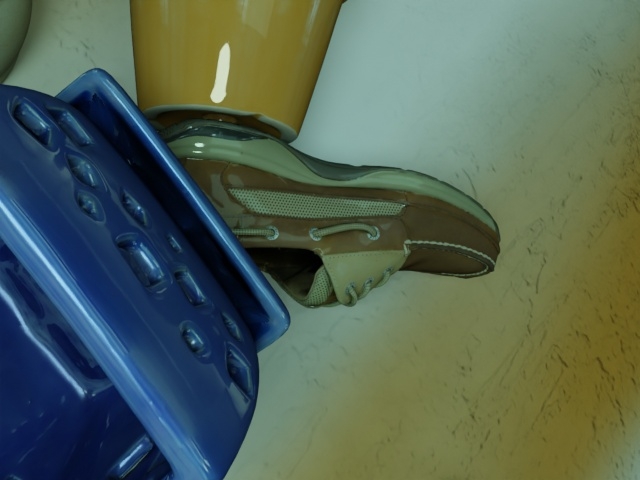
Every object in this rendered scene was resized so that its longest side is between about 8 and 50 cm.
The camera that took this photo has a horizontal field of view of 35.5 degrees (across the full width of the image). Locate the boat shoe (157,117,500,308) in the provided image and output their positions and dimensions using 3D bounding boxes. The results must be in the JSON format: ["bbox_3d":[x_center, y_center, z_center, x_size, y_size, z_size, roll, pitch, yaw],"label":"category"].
[{"bbox_3d":[0.000,0.000,0.830,0.324,0.122,0.120,13,69,-24],"label":"boat shoe"}]

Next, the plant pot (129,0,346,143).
[{"bbox_3d":[-0.070,-0.180,0.805,0.205,0.205,0.188,11,81,-34],"label":"plant pot"}]

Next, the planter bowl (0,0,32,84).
[{"bbox_3d":[-0.271,-0.186,0.698,0.162,0.109,0.162,15,63,-32],"label":"planter bowl"}]

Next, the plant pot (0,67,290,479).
[{"bbox_3d":[-0.169,0.049,0.586,0.236,0.236,0.212,53,24,-7],"label":"plant pot"}]
